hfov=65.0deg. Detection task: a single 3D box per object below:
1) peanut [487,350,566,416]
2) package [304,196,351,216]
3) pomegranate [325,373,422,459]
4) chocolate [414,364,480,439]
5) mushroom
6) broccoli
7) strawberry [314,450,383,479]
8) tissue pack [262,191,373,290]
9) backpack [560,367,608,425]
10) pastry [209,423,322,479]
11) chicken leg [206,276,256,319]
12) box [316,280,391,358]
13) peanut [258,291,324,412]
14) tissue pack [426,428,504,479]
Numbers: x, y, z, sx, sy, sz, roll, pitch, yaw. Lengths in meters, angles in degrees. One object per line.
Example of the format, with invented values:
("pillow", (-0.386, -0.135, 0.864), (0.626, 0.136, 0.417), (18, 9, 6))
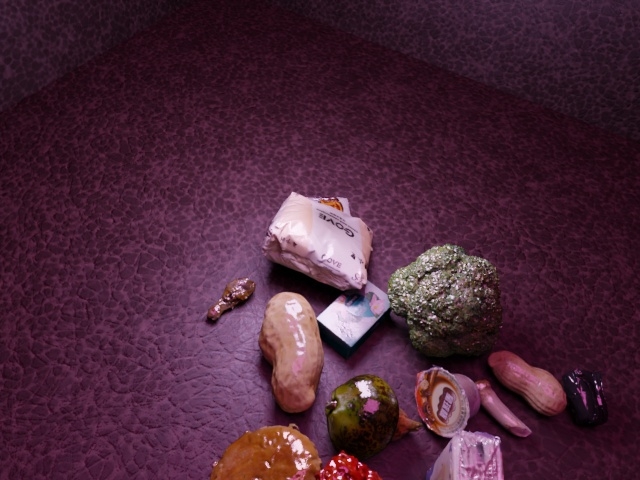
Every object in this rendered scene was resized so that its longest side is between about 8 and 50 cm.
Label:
("peanut", (0.648, 0.439, 1.577), (0.123, 0.124, 0.256), (-35, 59, -30))
("package", (0.007, -0.111, 1.992), (0.239, 0.030, 0.154), (-2, 53, -10))
("pomegranate", (0.143, 0.495, 1.426), (0.276, 0.222, 0.204), (5, 33, -47))
("chocolate", (0.393, 0.470, 1.500), (0.147, 0.221, 0.221), (1, 45, -43))
("mushroom", (0.547, 0.515, 1.532), (0.071, 0.084, 0.209), (-47, 70, 9))
("broccoli", (0.416, 0.194, 1.610), (0.413, 0.321, 0.310), (24, 35, -1))
("strawberry", (0.087, 0.664, 1.184), (0.265, 0.336, 0.149), (-34, 30, -34))
("tissue pack", (0.000, 0.000, 1.768), (0.375, 0.195, 0.390), (23, 30, -7))
("backpack", (0.820, 0.489, 1.562), (0.120, 0.106, 0.165), (14, 64, -24))
("pastry", (-0.132, 0.630, 1.268), (0.284, 0.184, 0.315), (23, 52, 39))
("chicken leg", (-0.305, 0.196, 1.688), (0.085, 0.069, 0.198), (46, 64, -1))
("box", (0.114, 0.252, 1.670), (0.153, 0.092, 0.245), (36, 55, 21))
("peanut", (-0.091, 0.331, 1.532), (0.192, 0.169, 0.387), (-14, 54, 2))
("tissue pack", (0.345, 0.635, 1.225), (0.125, 0.344, 0.242), (10, 51, 4))
